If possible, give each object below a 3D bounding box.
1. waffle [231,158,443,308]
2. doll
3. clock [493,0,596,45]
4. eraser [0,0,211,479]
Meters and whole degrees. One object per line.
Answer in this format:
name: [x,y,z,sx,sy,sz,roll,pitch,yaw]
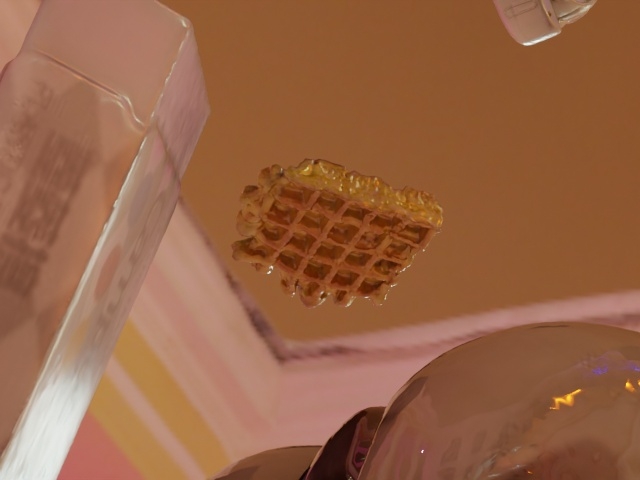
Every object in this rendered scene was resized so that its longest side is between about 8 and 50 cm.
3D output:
waffle: [0.000,0.001,1.741,0.229,0.057,0.219,17,-43,-15]
doll: [0.052,0.163,0.607,0.370,0.226,0.215,-35,-83,39]
clock: [0.242,-0.299,1.552,0.062,0.191,0.151,-17,-81,40]
eraser: [-0.177,0.058,0.824,0.082,0.396,0.213,22,-10,4]
